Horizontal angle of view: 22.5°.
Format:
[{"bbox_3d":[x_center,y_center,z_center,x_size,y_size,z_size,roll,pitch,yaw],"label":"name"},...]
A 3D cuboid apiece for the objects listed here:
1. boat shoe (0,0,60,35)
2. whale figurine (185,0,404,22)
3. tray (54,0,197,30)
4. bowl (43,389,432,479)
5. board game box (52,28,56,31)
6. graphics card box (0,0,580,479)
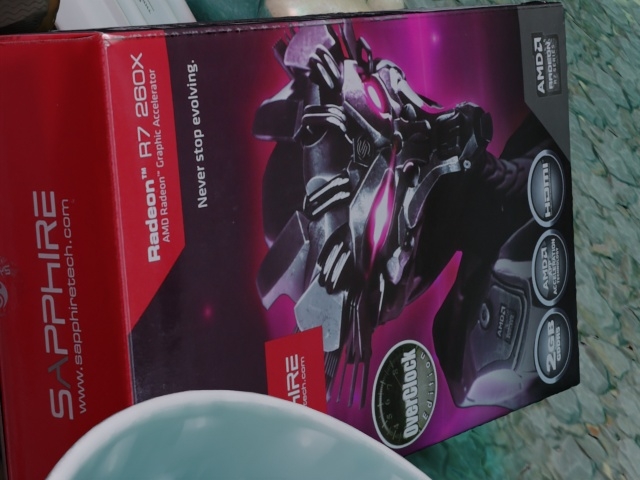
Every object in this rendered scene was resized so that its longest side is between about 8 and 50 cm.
[{"bbox_3d":[-0.167,-0.247,0.764,0.120,0.122,0.324,12,69,-78],"label":"boat shoe"},{"bbox_3d":[-0.042,-0.168,1.032,0.216,0.141,0.272,25,27,-37],"label":"whale figurine"},{"bbox_3d":[-0.113,-0.141,0.933,0.145,0.030,0.270,-84,152,-52],"label":"tray"},{"bbox_3d":[-0.029,0.228,0.601,0.311,0.163,0.311,32,35,-26],"label":"bowl"},{"bbox_3d":[-0.271,-0.184,0.713,0.390,0.050,0.390,69,26,-16],"label":"board game box"},{"bbox_3d":[0.000,0.000,0.823,0.371,0.094,0.233,-12,101,-51],"label":"graphics card box"}]
